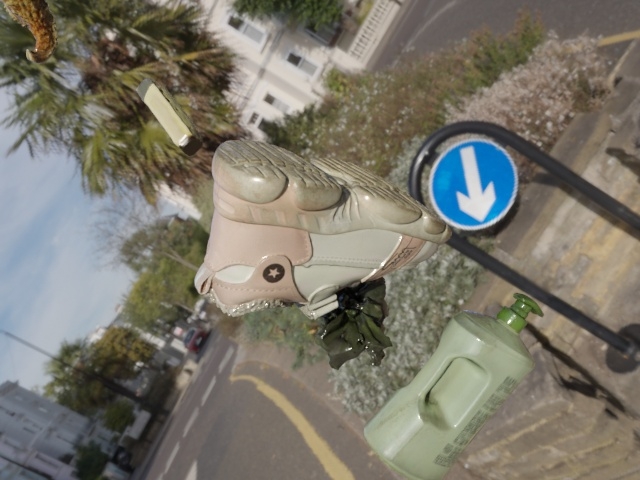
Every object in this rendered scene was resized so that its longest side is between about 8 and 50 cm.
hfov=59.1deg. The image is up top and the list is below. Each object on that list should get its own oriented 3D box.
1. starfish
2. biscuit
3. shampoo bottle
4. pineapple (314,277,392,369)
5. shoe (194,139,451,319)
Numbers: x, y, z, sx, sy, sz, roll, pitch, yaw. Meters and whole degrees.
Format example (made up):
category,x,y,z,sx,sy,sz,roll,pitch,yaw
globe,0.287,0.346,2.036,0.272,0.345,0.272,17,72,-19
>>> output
category,x,y,z,sx,sy,sz,roll,pitch,yaw
starfish,-0.452,-0.424,0.825,0.113,0.303,0.312,-27,-53,-61
biscuit,-0.298,-0.245,1.109,0.052,0.188,0.056,-43,-23,9
shampoo bottle,0.160,0.155,0.633,0.234,0.118,0.087,-54,29,7
pineapple,0.034,0.094,0.893,0.141,0.170,0.310,-44,12,12
shoe,-0.001,-0.001,0.742,0.172,0.351,0.198,49,121,51
